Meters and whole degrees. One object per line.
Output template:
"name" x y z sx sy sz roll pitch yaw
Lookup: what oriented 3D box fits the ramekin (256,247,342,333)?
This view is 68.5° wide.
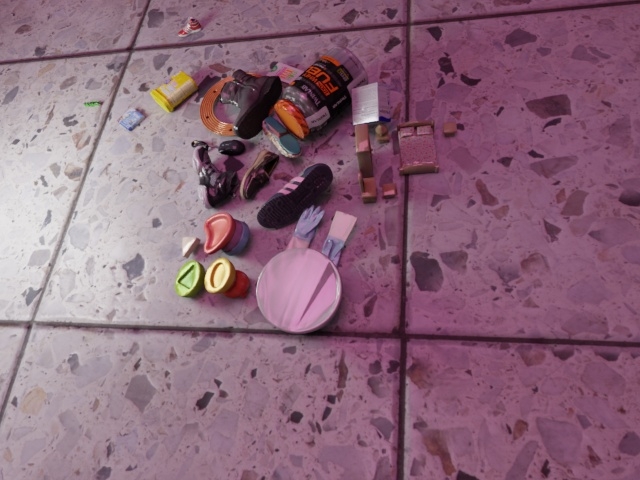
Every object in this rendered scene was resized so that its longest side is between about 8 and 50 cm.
"ramekin" -0.055 0.168 1.483 0.273 0.127 0.272 -5 68 11

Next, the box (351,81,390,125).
"box" 0.185 -0.495 1.721 0.126 0.072 0.137 3 98 46

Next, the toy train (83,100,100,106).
"toy train" -1.042 -0.623 2.146 0.083 0.023 0.017 0 73 12

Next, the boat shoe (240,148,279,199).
"boat shoe" -0.224 -0.247 1.758 0.073 0.080 0.223 14 63 23

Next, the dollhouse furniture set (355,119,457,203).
"dollhouse furniture set" 0.306 -0.308 1.624 0.356 0.174 0.303 -5 64 10

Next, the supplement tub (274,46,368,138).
"supplement tub" 0.001 -0.558 1.792 0.338 0.207 0.207 -44 64 -11

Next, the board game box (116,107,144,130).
"board game box" -0.831 -0.531 2.058 0.090 0.020 0.090 35 74 25

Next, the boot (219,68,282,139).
"boot" -0.315 -0.544 1.883 0.223 0.118 0.338 15 57 21

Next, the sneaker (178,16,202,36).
"sneaker" -0.629 -1.013 2.226 0.119 0.067 0.042 -20 62 2

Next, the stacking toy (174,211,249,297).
"stacking toy" -0.361 0.077 1.643 0.280 0.130 0.308 -21 55 31

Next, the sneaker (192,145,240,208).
"sneaker" -0.392 -0.254 1.789 0.153 0.101 0.268 -15 68 4

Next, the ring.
"ring" -0.343 -0.567 1.969 0.337 0.032 0.336 -4 64 9

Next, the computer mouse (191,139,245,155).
"computer mouse" -0.416 -0.383 1.887 0.242 0.041 0.071 7 67 16

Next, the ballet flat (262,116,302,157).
"ballet flat" -0.146 -0.384 1.812 0.091 0.077 0.241 -20 58 -25

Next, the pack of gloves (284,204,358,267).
"pack of gloves" 0.000 0.000 1.621 0.195 0.046 0.232 21 79 19

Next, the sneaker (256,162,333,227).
"sneaker" -0.090 -0.162 1.691 0.319 0.112 0.131 -34 18 8

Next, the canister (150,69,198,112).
"canister" -0.635 -0.652 2.048 0.170 0.073 0.126 -43 64 -12

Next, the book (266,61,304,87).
"book" -0.146 -0.700 1.994 0.144 0.035 0.096 28 69 24
